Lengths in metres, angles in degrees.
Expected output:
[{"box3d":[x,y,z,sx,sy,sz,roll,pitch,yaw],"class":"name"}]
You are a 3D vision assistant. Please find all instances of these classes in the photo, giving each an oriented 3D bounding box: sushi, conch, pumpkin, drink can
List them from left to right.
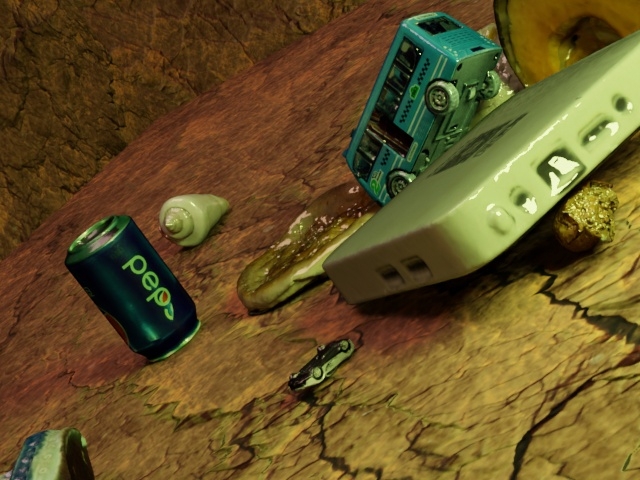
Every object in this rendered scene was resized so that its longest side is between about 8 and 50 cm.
[{"box3d":[-0.265,0.068,1.846,0.118,0.205,0.118,-33,17,11],"class":"drink can"},{"box3d":[-0.234,-0.046,2.355,0.176,0.094,0.104,-54,-15,-62],"class":"conch"},{"box3d":[0.266,-0.027,1.286,0.060,0.061,0.118,-56,7,36],"class":"sushi"},{"box3d":[0.366,-0.300,1.558,0.303,0.256,0.225,8,39,46],"class":"pumpkin"}]

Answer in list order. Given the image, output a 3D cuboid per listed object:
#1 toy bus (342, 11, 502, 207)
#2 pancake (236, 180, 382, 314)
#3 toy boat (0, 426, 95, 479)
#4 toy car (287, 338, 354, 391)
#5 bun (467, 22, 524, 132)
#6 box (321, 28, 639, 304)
[{"box3d":[0.127,-0.163,1.669,0.113,0.134,0.246,-23,-35,-46],"class":"toy bus"},{"box3d":[0.000,0.001,1.799,0.282,0.049,0.282,-35,16,11],"class":"pancake"},{"box3d":[-0.314,0.288,1.429,0.115,0.114,0.262,-22,18,-3],"class":"toy boat"},{"box3d":[0.000,0.138,1.410,0.041,0.025,0.093,-19,18,50],"class":"toy car"},{"box3d":[0.243,-0.221,1.779,0.239,0.141,0.239,-31,18,11],"class":"bun"},{"box3d":[0.201,-0.073,1.443,0.367,0.090,0.373,-42,8,-21],"class":"box"}]
